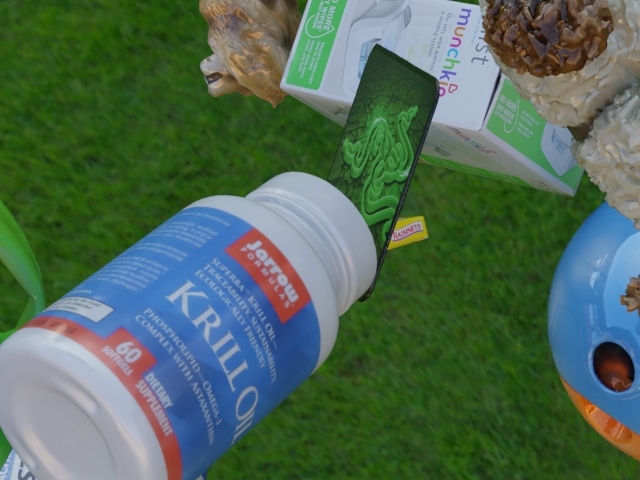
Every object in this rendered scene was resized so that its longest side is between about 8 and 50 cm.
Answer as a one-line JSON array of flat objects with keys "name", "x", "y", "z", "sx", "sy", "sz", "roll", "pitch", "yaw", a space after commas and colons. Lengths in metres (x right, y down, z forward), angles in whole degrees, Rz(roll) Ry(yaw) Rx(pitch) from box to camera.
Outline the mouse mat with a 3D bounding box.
[{"name": "mouse mat", "x": 0.034, "y": -0.052, "z": 1.056, "sx": 0.007, "sy": 0.190, "sz": 0.153, "roll": 16, "pitch": 101, "yaw": -16}]

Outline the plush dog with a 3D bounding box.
[{"name": "plush dog", "x": 0.186, "y": -0.095, "z": 0.884, "sx": 0.225, "sy": 0.262, "sz": 0.210, "roll": 44, "pitch": 117, "yaw": -1}]

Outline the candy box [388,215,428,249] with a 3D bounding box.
[{"name": "candy box", "x": 0.000, "y": 0.000, "z": 1.494, "sx": 0.206, "sy": 0.105, "sz": 0.027, "roll": -1, "pitch": 104, "yaw": 55}]

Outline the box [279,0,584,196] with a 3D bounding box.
[{"name": "box", "x": 0.132, "y": -0.154, "z": 1.560, "sx": 0.231, "sy": 0.262, "sz": 0.127, "roll": 16, "pitch": 86, "yaw": 30}]

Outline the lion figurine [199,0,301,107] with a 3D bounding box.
[{"name": "lion figurine", "x": -0.103, "y": -0.365, "z": 1.908, "sx": 0.142, "sy": 0.240, "sz": 0.392, "roll": -21, "pitch": 47, "yaw": 31}]

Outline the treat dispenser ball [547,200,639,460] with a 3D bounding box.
[{"name": "treat dispenser ball", "x": 0.358, "y": 0.074, "z": 1.443, "sx": 0.288, "sy": 0.288, "sz": 0.288, "roll": -7, "pitch": 64, "yaw": 16}]

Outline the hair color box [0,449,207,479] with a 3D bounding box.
[{"name": "hair color box", "x": -0.267, "y": 0.216, "z": 1.199, "sx": 0.338, "sy": 0.110, "sz": 0.185, "roll": 0, "pitch": 60, "yaw": 9}]

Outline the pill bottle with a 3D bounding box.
[{"name": "pill bottle", "x": -0.068, "y": 0.050, "z": 0.872, "sx": 0.124, "sy": 0.124, "sz": 0.221, "roll": 25, "pitch": 45, "yaw": 27}]

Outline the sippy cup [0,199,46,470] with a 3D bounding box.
[{"name": "sippy cup", "x": -0.324, "y": 0.074, "z": 0.868, "sx": 0.240, "sy": 0.224, "sz": 0.305, "roll": -1, "pitch": 45, "yaw": 49}]
